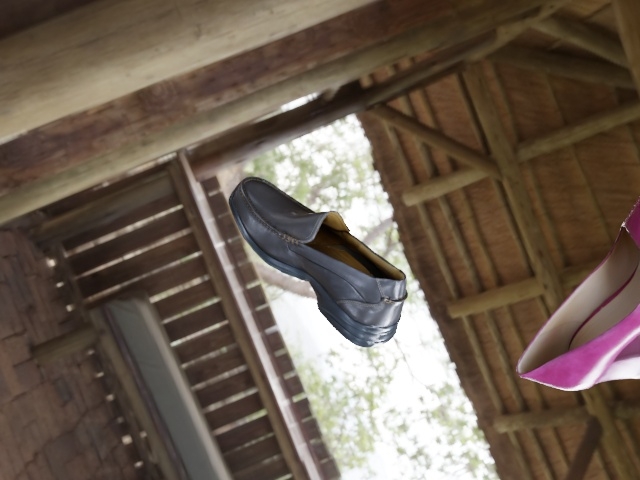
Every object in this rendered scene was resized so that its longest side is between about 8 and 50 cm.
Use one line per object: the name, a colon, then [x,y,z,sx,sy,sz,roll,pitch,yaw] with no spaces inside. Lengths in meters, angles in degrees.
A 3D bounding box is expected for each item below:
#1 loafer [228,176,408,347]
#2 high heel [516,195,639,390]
loafer: [0.000,0.000,0.565,0.170,0.062,0.061,40,-49,21]
high heel: [0.247,0.042,0.682,0.244,0.117,0.082,88,-2,-45]
